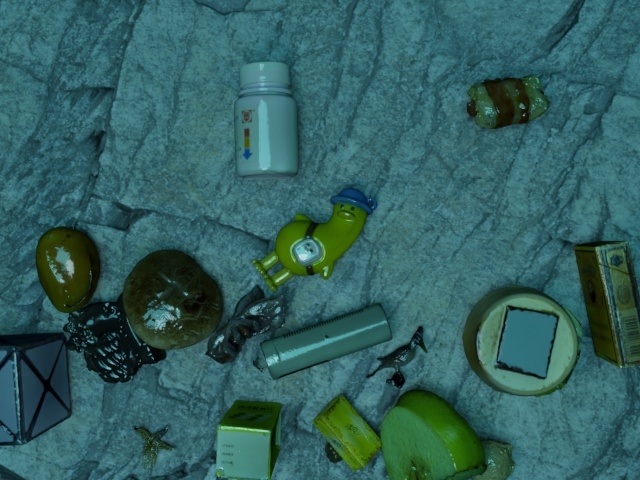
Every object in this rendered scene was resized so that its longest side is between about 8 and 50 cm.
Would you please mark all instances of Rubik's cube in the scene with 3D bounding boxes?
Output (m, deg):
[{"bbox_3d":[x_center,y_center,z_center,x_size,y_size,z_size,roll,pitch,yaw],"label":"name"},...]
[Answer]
[{"bbox_3d":[-0.839,0.386,1.790,0.259,0.260,0.254,-5,92,4],"label":"Rubik's cube"}]

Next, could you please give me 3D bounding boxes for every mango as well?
[{"bbox_3d":[-0.690,0.079,1.842,0.166,0.136,0.236,2,93,4],"label":"mango"}]

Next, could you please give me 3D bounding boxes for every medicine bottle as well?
[{"bbox_3d":[-0.144,-0.312,1.778,0.170,0.170,0.293,-2,91,5],"label":"medicine bottle"},{"bbox_3d":[-0.182,0.512,1.745,0.137,0.250,0.141,1,93,3],"label":"medicine bottle"}]

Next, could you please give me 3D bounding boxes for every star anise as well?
[{"bbox_3d":[-0.197,0.230,1.782,0.257,0.198,0.110,-47,108,-10],"label":"star anise"}]

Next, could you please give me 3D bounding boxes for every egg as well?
[{"bbox_3d":[0.442,0.581,1.762,0.118,0.116,0.140,13,116,-20],"label":"egg"}]

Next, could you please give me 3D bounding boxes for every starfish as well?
[{"bbox_3d":[-0.470,0.552,1.869,0.133,0.041,0.130,-44,95,-3],"label":"starfish"}]

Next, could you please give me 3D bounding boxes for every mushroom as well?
[{"bbox_3d":[-0.390,0.155,1.796,0.278,0.146,0.278,8,61,-14],"label":"mushroom"}]

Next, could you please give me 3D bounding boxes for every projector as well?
[{"bbox_3d":[0.015,0.263,1.771,0.337,0.108,0.108,-18,89,-5],"label":"projector"}]

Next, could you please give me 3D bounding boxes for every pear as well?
[{"bbox_3d":[0.280,0.516,1.738,0.159,0.292,0.292,-9,89,-36],"label":"pear"}]

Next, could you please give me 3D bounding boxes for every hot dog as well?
[{"bbox_3d":[0.487,-0.360,1.766,0.213,0.103,0.146,-5,68,-4],"label":"hot dog"}]

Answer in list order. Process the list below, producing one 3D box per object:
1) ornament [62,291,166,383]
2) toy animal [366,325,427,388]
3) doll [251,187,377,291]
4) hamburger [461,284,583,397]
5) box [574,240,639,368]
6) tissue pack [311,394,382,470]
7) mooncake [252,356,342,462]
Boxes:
[{"bbox_3d":[-0.586,0.280,1.859,0.260,0.106,0.251,-27,85,9],"label":"ornament"},{"bbox_3d":[0.216,0.314,1.802,0.105,0.070,0.202,38,97,23],"label":"toy animal"},{"bbox_3d":[0.000,0.000,1.781,0.363,0.145,0.199,-35,75,-1],"label":"doll"},{"bbox_3d":[0.513,0.261,1.727,0.302,0.170,0.302,0,86,8],"label":"hamburger"},{"bbox_3d":[0.730,0.153,1.694,0.084,0.193,0.301,-11,89,4],"label":"box"},{"bbox_3d":[0.073,0.511,1.793,0.176,0.062,0.095,50,52,3],"label":"tissue pack"},{"bbox_3d":[-0.053,0.451,1.828,0.347,0.057,0.150,40,136,15],"label":"mooncake"}]
